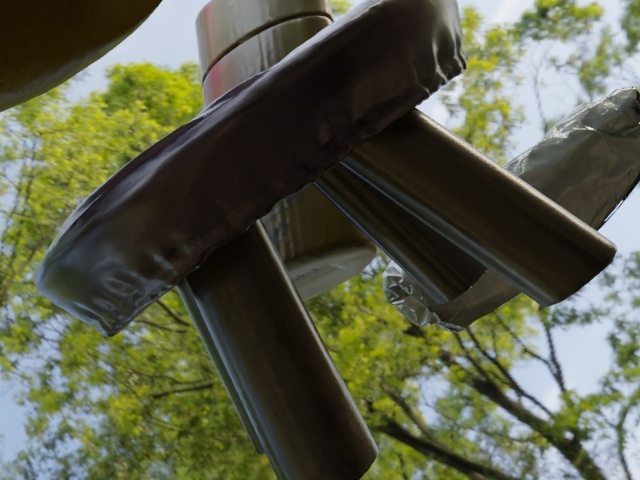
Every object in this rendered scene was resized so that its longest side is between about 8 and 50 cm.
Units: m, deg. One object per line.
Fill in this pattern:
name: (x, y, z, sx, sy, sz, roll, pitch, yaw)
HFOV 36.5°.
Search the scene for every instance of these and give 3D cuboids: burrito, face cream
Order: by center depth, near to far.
face cream: (-0.035, -0.093, 0.782, 0.067, 0.139, 0.285, 24, -132, -48)
burrito: (0.257, -0.046, 1.111, 0.445, 0.101, 0.139, -38, -63, -17)

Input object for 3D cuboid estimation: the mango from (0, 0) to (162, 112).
mango: (-0.283, -0.205, 0.605, 0.445, 0.220, 0.301, -18, -105, -32)

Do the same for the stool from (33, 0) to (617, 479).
stool: (0.000, 0.000, 0.534, 0.272, 0.272, 0.178, -40, -84, -22)
